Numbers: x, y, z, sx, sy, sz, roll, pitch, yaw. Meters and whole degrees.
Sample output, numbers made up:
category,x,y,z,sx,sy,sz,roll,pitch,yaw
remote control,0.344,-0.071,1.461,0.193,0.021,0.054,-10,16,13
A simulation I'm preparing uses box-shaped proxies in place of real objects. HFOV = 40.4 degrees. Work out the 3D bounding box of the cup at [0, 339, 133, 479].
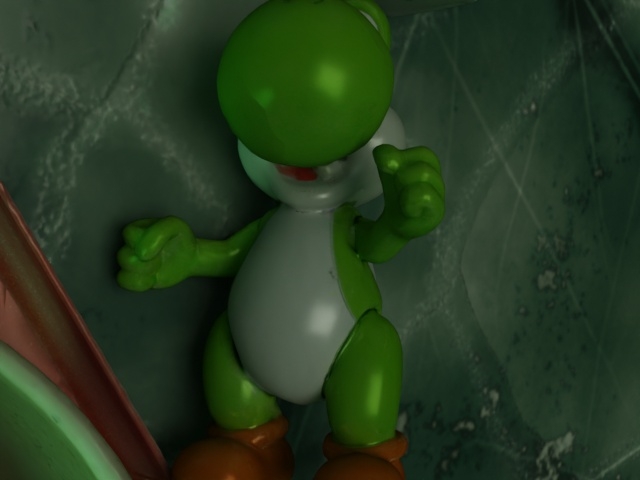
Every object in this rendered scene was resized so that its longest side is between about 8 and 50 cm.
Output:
category,x,y,z,sx,sy,sz,roll,pitch,yaw
cup,-0.227,0.185,0.331,0.331,0.237,0.331,4,75,-17

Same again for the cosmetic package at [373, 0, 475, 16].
category,x,y,z,sx,sy,sz,roll,pitch,yaw
cosmetic package,0.103,-0.294,0.665,0.085,0.117,0.231,34,78,-34

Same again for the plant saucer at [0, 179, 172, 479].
category,x,y,z,sx,sy,sz,roll,pitch,yaw
plant saucer,-0.248,0.129,0.510,0.259,0.048,0.258,-35,114,-26

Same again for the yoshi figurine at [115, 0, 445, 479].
category,x,y,z,sx,sy,sz,roll,pitch,yaw
yoshi figurine,-0.017,-0.004,0.569,0.203,0.203,0.362,7,83,-25
